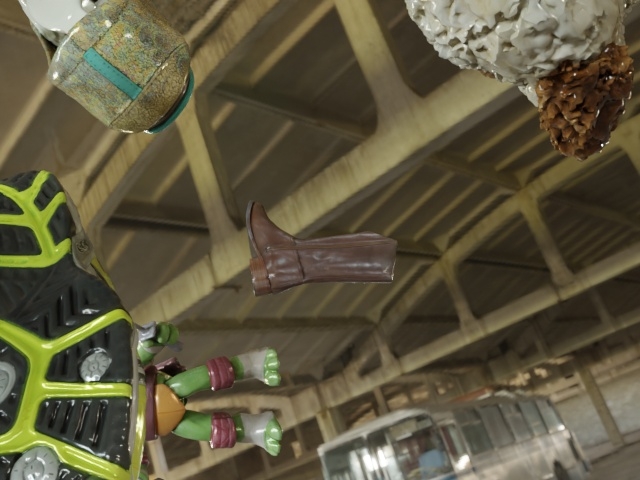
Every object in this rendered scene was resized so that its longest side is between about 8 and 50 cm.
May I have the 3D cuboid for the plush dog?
[{"bbox_3d":[0.129,-0.180,0.442,0.210,0.262,0.225,-44,14,48],"label":"plush dog"}]

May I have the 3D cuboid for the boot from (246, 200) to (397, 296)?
[{"bbox_3d":[0.000,0.000,0.568,0.114,0.106,0.037,-9,-44,-3],"label":"boot"}]

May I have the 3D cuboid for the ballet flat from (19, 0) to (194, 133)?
[{"bbox_3d":[-0.210,-0.203,0.625,0.123,0.348,0.123,-15,-53,-21],"label":"ballet flat"}]

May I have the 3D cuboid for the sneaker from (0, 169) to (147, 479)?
[{"bbox_3d":[-0.204,0.095,0.580,0.145,0.384,0.147,-23,-45,-5],"label":"sneaker"}]

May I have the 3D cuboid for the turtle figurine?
[{"bbox_3d":[-0.174,0.205,0.852,0.266,0.197,0.274,-2,-33,-19],"label":"turtle figurine"}]
